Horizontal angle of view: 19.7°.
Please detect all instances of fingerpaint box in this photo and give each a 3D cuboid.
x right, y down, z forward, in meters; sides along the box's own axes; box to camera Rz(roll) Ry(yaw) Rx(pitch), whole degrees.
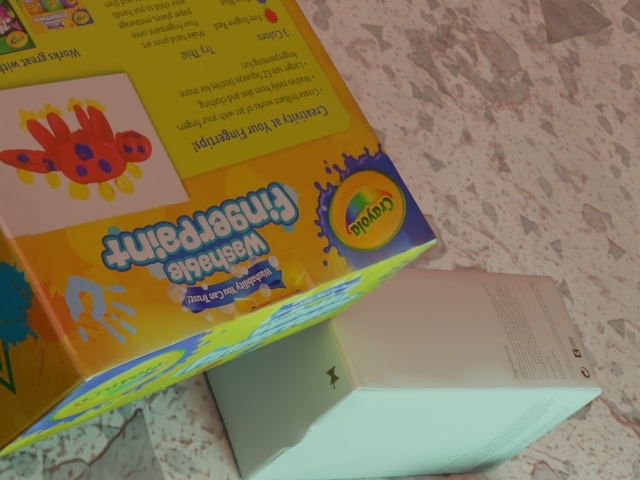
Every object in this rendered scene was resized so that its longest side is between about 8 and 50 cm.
[{"bbox_3d":[-0.167,-0.068,1.541,0.445,0.163,0.371,-21,77,-49],"label":"fingerpaint box"}]

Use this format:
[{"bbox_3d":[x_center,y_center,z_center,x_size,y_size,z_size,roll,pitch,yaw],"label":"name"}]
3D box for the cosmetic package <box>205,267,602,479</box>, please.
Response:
[{"bbox_3d":[0.088,0.139,1.890,0.365,0.197,0.155,6,54,-43],"label":"cosmetic package"}]
